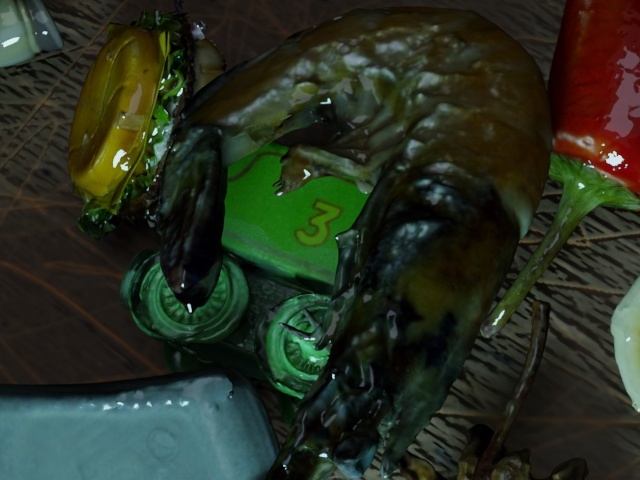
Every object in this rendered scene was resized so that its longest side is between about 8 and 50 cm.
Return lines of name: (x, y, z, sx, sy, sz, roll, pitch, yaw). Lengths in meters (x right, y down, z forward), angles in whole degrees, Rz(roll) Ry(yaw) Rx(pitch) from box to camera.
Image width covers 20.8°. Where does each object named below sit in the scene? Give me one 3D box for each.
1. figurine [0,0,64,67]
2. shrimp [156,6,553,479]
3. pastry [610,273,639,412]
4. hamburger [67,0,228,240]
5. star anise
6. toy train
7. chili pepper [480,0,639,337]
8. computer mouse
figurine: (-0.403, -0.142, 1.383, 0.380, 0.248, 0.203, -22, 58, -5)
shrimp: (0.000, 0.000, 1.154, 0.272, 0.085, 0.445, 7, 53, 15)
pastry: (0.275, 0.068, 1.159, 0.165, 0.088, 0.166, 9, 107, 32)
hamburger: (-0.130, -0.088, 1.334, 0.190, 0.093, 0.164, -66, 26, 12)
star anise: (0.108, 0.175, 1.181, 0.177, 0.073, 0.234, -21, 69, 11)
toy train: (-0.016, 0.034, 1.253, 0.243, 0.132, 0.188, 19, 67, 19)
chili pepper: (0.218, -0.089, 1.246, 0.131, 0.134, 0.338, 14, 68, 8)
computer mouse: (-0.172, 0.185, 1.209, 0.371, 0.122, 0.188, -7, 87, 21)
